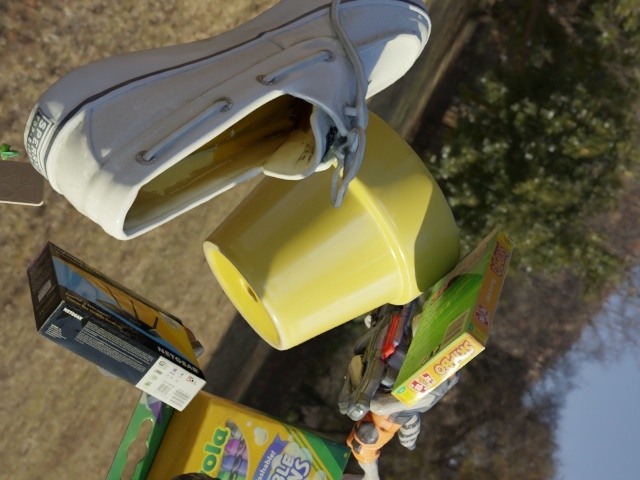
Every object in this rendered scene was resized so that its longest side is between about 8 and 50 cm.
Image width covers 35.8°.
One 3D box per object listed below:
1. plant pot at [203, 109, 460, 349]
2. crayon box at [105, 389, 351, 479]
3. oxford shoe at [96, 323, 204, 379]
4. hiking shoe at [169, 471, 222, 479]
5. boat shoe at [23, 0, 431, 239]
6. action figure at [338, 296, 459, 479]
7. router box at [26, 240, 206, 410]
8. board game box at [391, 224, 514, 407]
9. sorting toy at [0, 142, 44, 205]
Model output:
[{"bbox_3d":[0.000,0.000,1.205,0.239,0.254,0.254,-36,168,-17],"label":"plant pot"},{"bbox_3d":[-0.123,0.327,1.340,0.083,0.323,0.203,12,-102,51],"label":"crayon box"},{"bbox_3d":[-0.264,0.155,1.464,0.076,0.076,0.212,-42,160,20],"label":"oxford shoe"},{"bbox_3d":[-0.112,0.260,0.758,0.227,0.114,0.086,-122,-138,-57],"label":"hiking shoe"},{"bbox_3d":[-0.020,-0.091,0.742,0.367,0.156,0.136,-25,150,-37],"label":"boat shoe"},{"bbox_3d":[0.129,0.181,1.476,0.341,0.178,0.330,-66,-177,-39],"label":"action figure"},{"bbox_3d":[-0.210,0.086,1.009,0.046,0.179,0.133,-49,-148,7],"label":"router box"},{"bbox_3d":[0.161,0.080,1.158,0.124,0.039,0.259,-45,-171,33],"label":"board game box"},{"bbox_3d":[-0.353,-0.077,1.152,0.012,0.062,0.083,119,-31,-56],"label":"sorting toy"}]
